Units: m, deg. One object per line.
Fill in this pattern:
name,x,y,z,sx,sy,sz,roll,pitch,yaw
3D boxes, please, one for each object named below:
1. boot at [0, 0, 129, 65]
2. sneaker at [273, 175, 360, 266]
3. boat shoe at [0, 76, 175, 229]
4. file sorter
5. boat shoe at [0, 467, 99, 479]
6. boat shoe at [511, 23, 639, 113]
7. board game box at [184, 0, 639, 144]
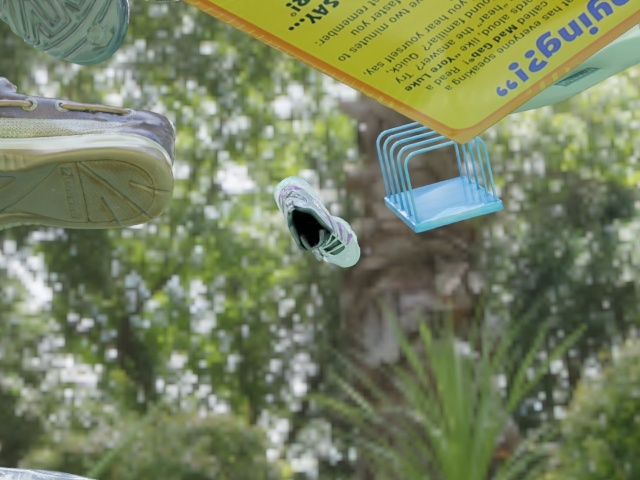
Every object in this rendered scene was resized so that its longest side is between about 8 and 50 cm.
boot,-0.293,-0.352,2.118,0.146,0.367,0.445,-50,-16,14
sneaker,0.000,0.000,1.277,0.038,0.069,0.098,-39,-61,13
boat shoe,-0.302,-0.087,1.491,0.342,0.123,0.123,0,-48,3
file sorter,0.150,-0.091,2.113,0.118,0.104,0.170,-15,15,-8
boat shoe,-0.260,0.234,1.331,0.228,0.076,0.080,5,8,2
boat shoe,0.171,-0.154,1.236,0.079,0.081,0.227,2,-15,-39
board game box,0.059,-0.335,0.880,0.356,0.356,0.356,-35,-37,29
